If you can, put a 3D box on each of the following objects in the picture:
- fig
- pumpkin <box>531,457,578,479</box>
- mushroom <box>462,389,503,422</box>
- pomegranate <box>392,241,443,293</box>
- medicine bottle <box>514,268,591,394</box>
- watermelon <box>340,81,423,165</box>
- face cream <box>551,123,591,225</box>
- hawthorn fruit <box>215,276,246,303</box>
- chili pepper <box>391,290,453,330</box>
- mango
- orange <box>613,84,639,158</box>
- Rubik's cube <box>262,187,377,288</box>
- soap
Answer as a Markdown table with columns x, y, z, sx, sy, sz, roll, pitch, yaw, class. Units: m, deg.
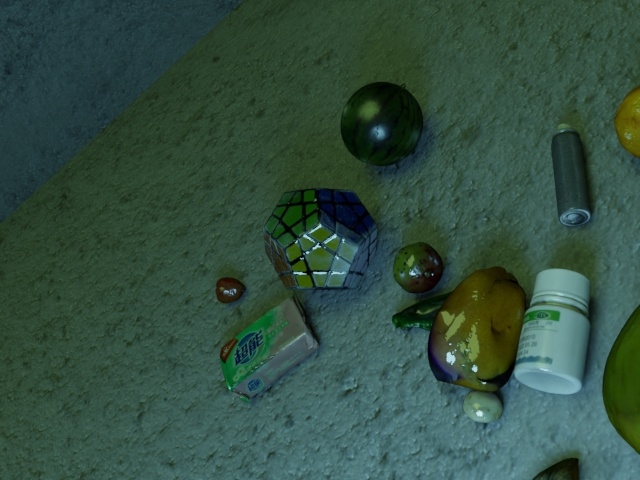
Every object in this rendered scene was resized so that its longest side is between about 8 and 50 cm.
| x | y | z | sx | sy | sz | roll | pitch | yaw | class |
| --- | --- | --- | --- | --- | --- | --- | --- | --- | --- |
| 0.641 | 0.222 | 1.199 | 0.343 | 0.343 | 0.343 | -21 | 47 | 25 | fig |
| 0.401 | 0.570 | 1.309 | 0.258 | 0.095 | 0.290 | -42 | 31 | 23 | pumpkin |
| 0.345 | 0.356 | 1.538 | 0.083 | 0.067 | 0.083 | -1 | 22 | 0 | mushroom |
| 0.242 | 0.071 | 1.818 | 0.129 | 0.159 | 0.129 | 0 | 85 | 1 | pomegranate |
| 0.487 | 0.186 | 1.501 | 0.139 | 0.139 | 0.237 | -4 | 58 | 37 | medicine bottle |
| 0.176 | -0.335 | 2.078 | 0.242 | 0.242 | 0.242 | -21 | 47 | 25 | watermelon |
| 0.596 | -0.166 | 1.732 | 0.073 | 0.073 | 0.283 | -16 | 50 | 30 | face cream |
| -0.270 | 0.151 | 2.198 | 0.093 | 0.081 | 0.081 | 0 | 54 | 5 | hawthorn fruit |
| 0.272 | 0.178 | 1.742 | 0.216 | 0.062 | 0.108 | -20 | 48 | 29 | chili pepper |
| 0.347 | 0.190 | 1.580 | 0.287 | 0.201 | 0.152 | -55 | 17 | -26 | mango |
| 0.744 | -0.267 | 1.613 | 0.155 | 0.177 | 0.177 | 38 | 85 | 31 | orange |
| 0.000 | 0.000 | 1.946 | 0.264 | 0.319 | 0.319 | -45 | 33 | 44 | Rubik's cube |
| -0.139 | 0.288 | 1.964 | 0.273 | 0.098 | 0.218 | -36 | 36 | 8 | soap |
